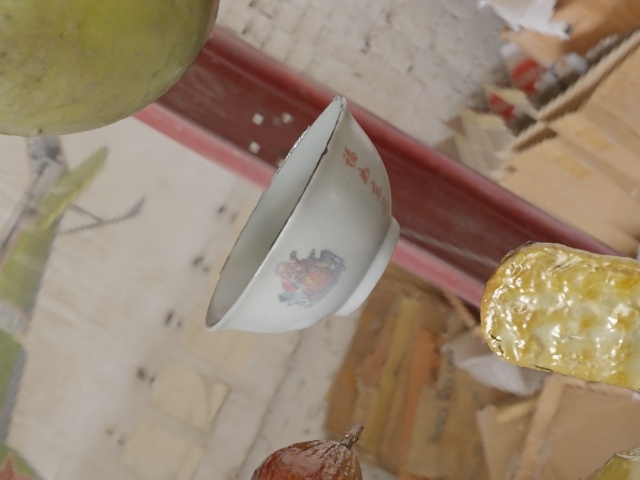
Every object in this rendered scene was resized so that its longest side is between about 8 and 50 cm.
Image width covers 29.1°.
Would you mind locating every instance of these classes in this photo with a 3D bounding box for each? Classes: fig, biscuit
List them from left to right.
[{"bbox_3d":[-0.013,0.225,1.168,0.119,0.119,0.153,-46,29,52],"label":"fig"},{"bbox_3d":[0.253,0.071,1.022,0.029,0.247,0.118,-94,17,-69],"label":"biscuit"}]

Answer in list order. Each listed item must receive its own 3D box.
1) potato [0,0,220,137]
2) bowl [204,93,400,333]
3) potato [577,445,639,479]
[{"bbox_3d":[-0.144,-0.133,0.593,0.160,0.235,0.177,24,122,43],"label":"potato"},{"bbox_3d":[0.000,0.000,1.584,0.345,0.157,0.345,-57,10,15],"label":"bowl"},{"bbox_3d":[0.419,0.337,1.339,0.196,0.246,0.299,-29,32,10],"label":"potato"}]
